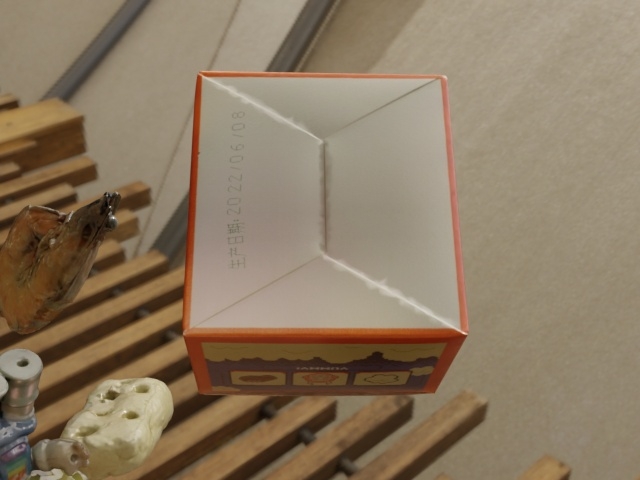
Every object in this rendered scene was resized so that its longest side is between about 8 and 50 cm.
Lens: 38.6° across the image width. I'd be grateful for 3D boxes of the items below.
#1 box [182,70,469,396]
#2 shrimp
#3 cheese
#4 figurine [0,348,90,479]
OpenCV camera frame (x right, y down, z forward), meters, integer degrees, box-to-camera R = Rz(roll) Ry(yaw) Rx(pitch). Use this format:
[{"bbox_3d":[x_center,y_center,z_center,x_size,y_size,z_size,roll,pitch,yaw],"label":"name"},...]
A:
[{"bbox_3d":[0.000,0.000,1.150,0.257,0.318,0.349,93,-4,-65],"label":"box"},{"bbox_3d":[-0.371,0.006,1.262,0.317,0.062,0.164,-41,-111,33],"label":"shrimp"},{"bbox_3d":[-0.366,0.329,1.634,0.159,0.263,0.093,-2,-71,6],"label":"cheese"},{"bbox_3d":[-0.386,0.293,1.135,0.205,0.224,0.382,27,-69,26],"label":"figurine"}]
